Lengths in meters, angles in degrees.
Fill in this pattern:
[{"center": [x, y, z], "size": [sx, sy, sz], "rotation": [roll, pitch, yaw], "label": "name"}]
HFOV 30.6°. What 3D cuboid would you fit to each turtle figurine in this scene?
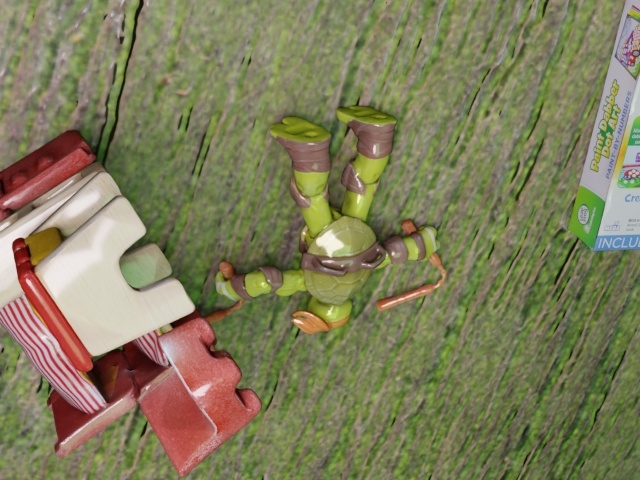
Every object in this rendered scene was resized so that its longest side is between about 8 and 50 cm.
[{"center": [0.000, 0.000, 1.025], "size": [0.269, 0.087, 0.217], "rotation": [-9, 120, -17], "label": "turtle figurine"}]

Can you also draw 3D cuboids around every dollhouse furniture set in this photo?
[{"center": [-0.166, 0.062, 0.808], "size": [0.152, 0.374, 0.201], "rotation": [-34, 109, -7], "label": "dollhouse furniture set"}]

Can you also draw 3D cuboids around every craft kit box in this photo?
[{"center": [0.384, -0.112, 1.138], "size": [0.249, 0.061, 0.247], "rotation": [-1, 119, -21], "label": "craft kit box"}]
